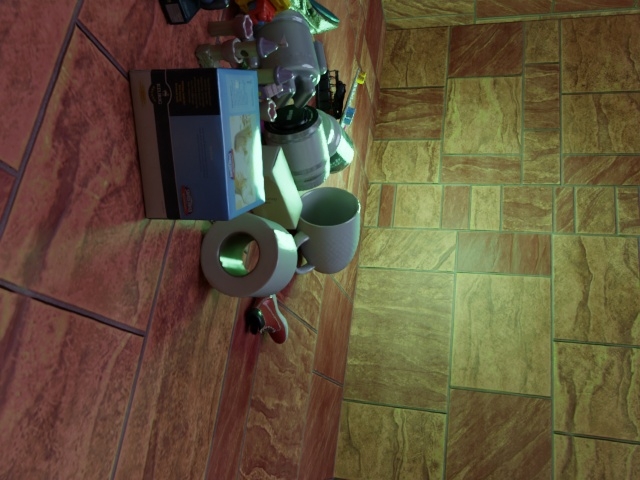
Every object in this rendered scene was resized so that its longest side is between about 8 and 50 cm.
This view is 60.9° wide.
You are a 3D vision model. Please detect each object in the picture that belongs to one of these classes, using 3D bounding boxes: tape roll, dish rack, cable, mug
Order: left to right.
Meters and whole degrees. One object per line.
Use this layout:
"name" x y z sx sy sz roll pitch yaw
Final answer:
"tape roll" -0.209 0.047 1.614 0.169 0.246 0.245 23 71 -73
"mug" 0.000 0.000 2.366 0.374 0.276 0.327 -36 141 -32
"dish rack" 0.044 -0.745 2.687 0.271 0.074 0.208 -51 142 -67
"cable" 0.089 -0.676 2.650 0.150 0.047 0.184 23 76 -84

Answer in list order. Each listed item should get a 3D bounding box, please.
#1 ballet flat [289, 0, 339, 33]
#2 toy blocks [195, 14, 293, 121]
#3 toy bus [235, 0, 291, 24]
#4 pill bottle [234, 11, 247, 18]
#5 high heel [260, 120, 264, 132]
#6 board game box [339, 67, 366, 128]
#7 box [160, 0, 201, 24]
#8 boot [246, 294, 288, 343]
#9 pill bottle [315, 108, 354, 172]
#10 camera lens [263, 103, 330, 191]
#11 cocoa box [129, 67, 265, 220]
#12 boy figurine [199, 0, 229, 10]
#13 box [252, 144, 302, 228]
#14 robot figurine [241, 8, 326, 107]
"ballet flat" -0.094 -0.868 2.035 0.182 0.164 0.483 -47 162 15
"toy blocks" -0.195 -0.441 1.558 0.288 0.260 0.308 73 25 -50
"toy bus" -0.153 -0.761 1.667 0.149 0.220 0.211 32 51 -56
"pill bottle" -0.241 -0.710 1.746 0.083 0.044 0.043 -63 151 -55
"high heel" -0.230 -0.324 1.779 0.117 0.082 0.244 58 23 -46
"board game box" 0.122 -0.597 2.724 0.390 0.050 0.389 112 -5 -50
"box" -0.354 -0.680 1.334 0.232 0.059 0.183 76 22 -44
"boot" -0.199 0.320 1.981 0.176 0.089 0.244 -65 145 -52
"pill bottle" 0.009 -0.427 2.357 0.363 0.210 0.210 23 70 -72
"camera lens" -0.086 -0.349 2.022 0.274 0.220 0.219 77 22 -43
"cocoa box" -0.286 -0.238 1.329 0.231 0.228 0.346 -43 133 -68
"boy figurine" -0.302 -0.663 1.254 0.285 0.092 0.177 41 58 -71
"box" -0.175 -0.178 1.879 0.311 0.148 0.121 68 29 -52
"robot figurine" -0.116 -0.623 1.823 0.300 0.200 0.353 -5 75 -32
